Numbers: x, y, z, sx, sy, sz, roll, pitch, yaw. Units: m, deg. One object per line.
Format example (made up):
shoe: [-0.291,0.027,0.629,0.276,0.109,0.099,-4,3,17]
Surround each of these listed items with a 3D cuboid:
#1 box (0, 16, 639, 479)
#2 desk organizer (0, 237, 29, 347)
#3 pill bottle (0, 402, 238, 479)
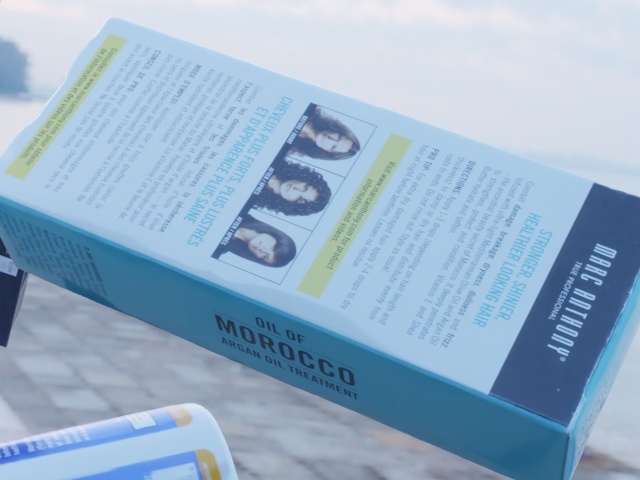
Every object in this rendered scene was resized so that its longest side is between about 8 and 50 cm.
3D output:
box: [0.000,0.000,0.548,0.244,0.100,0.060,22,-28,19]
desk organizer: [-0.260,0.022,1.151,0.047,0.130,0.050,18,42,-6]
pill bottle: [-0.205,0.222,1.076,0.272,0.152,0.152,-10,11,-21]
